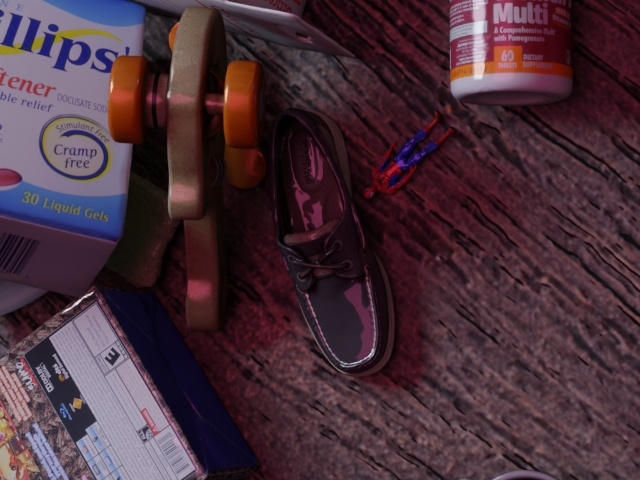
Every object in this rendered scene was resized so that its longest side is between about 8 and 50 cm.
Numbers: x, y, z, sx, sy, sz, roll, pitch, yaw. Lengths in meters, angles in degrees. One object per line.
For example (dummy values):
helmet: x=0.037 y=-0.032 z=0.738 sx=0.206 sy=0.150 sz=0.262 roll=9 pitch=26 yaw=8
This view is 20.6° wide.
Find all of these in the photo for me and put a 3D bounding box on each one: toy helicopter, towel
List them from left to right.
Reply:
towel: x=-0.214 y=-0.023 z=1.896 sx=0.148 sy=0.027 sz=0.110 roll=30 pitch=102 yaw=32
toy helicopter: x=-0.120 y=-0.070 z=1.776 sx=0.140 sy=0.235 sz=0.355 roll=2 pitch=122 yaw=3

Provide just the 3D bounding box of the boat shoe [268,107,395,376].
boat shoe: x=0.000 y=0.000 z=1.788 sx=0.102 sy=0.092 sz=0.285 roll=-15 pitch=81 yaw=19

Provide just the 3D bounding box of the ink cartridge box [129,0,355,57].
ink cartridge box: x=-0.136 y=-0.296 z=1.801 sx=0.353 sy=0.207 sz=0.119 roll=16 pitch=89 yaw=20

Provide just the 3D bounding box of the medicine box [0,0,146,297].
medicine box: x=-0.331 y=-0.121 z=1.776 sx=0.149 sy=0.263 sz=0.289 roll=134 pitch=144 yaw=-54

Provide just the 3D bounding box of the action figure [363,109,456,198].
action figure: x=0.087 y=-0.083 z=1.798 sx=0.115 sy=0.030 sz=0.038 roll=-45 pitch=78 yaw=14

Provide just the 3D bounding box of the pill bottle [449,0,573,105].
pill bottle: x=0.187 y=-0.248 z=1.721 sx=0.121 sy=0.121 sz=0.221 roll=-1 pitch=86 yaw=21

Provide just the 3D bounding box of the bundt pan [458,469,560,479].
bundt pan: x=0.208 y=0.378 z=1.665 sx=0.330 sy=0.124 sz=0.331 roll=-1 pitch=86 yaw=21

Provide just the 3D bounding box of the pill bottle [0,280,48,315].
pill bottle: x=-0.395 y=-0.066 z=1.906 sx=0.160 sy=0.160 sz=0.283 roll=-32 pitch=75 yaw=16

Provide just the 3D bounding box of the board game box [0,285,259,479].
board game box: x=-0.256 y=0.224 z=1.842 sx=0.291 sy=0.141 sz=0.232 roll=-36 pitch=75 yaw=15
